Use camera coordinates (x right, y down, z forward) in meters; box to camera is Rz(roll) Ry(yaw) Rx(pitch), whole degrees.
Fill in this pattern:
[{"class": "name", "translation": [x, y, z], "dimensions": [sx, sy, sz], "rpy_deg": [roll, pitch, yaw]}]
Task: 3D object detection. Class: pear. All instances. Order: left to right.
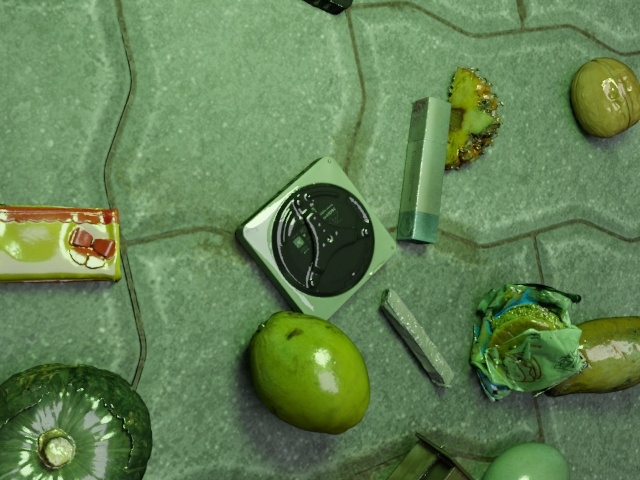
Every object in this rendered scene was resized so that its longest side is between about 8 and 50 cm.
[{"class": "pear", "translation": [-0.022, 0.254, 1.461], "dimensions": [0.269, 0.212, 0.212], "rpy_deg": [44, 70, -10]}]

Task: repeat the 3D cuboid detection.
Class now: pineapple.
[{"class": "pineapple", "translation": [0.373, -0.266, 1.717], "dimensions": [0.140, 0.164, 0.249], "rpy_deg": [16, 77, -34]}]

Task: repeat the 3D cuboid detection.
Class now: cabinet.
[{"class": "cabinet", "translation": [0.241, 0.548, 1.598], "dimensions": [0.175, 0.148, 0.215], "rpy_deg": [-48, 116, -11]}]

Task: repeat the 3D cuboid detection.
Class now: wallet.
[{"class": "wallet", "translation": [-0.465, 0.005, 1.317], "dimensions": [0.241, 0.067, 0.141], "rpy_deg": [0, 86, -27]}]

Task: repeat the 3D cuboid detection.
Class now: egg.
[{"class": "egg", "translation": [0.458, 0.553, 1.716], "dimensions": [0.236, 0.169, 0.169], "rpy_deg": [-30, 101, -26]}]

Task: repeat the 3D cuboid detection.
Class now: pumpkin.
[{"class": "pumpkin", "translation": [-0.430, 0.347, 1.218], "dimensions": [0.291, 0.257, 0.327], "rpy_deg": [32, 66, -10]}]

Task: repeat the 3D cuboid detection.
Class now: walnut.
[{"class": "walnut", "translation": [0.711, -0.356, 1.895], "dimensions": [0.165, 0.165, 0.197], "rpy_deg": [-27, 108, -26]}]

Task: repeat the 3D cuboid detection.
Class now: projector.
[{"class": "projector", "translation": [0.000, 0.000, 1.551], "dimensions": [0.257, 0.079, 0.259], "rpy_deg": [-43, 105, -21]}]

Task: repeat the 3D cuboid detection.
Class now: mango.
[{"class": "mango", "translation": [0.672, 0.279, 1.854], "dimensions": [0.329, 0.175, 0.176], "rpy_deg": [-5, 66, -8]}]

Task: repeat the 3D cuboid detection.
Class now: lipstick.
[{"class": "lipstick", "translation": [0.230, -0.153, 1.685], "dimensions": [0.068, 0.066, 0.317], "rpy_deg": [11, 83, -27]}]

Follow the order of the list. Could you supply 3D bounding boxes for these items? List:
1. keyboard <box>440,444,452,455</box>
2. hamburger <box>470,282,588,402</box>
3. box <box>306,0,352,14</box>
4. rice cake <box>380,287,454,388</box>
[{"class": "keyboard", "translation": [0.249, 0.520, 1.697], "dimensions": [0.129, 0.015, 0.049], "rpy_deg": [-48, 114, -21]}, {"class": "hamburger", "translation": [0.460, 0.235, 1.697], "dimensions": [0.260, 0.150, 0.276], "rpy_deg": [-8, 110, 13]}, {"class": "box", "translation": [0.008, -0.671, 1.598], "dimensions": [0.211, 0.058, 0.350], "rpy_deg": [20, 79, -27]}, {"class": "rice cake", "translation": [0.210, 0.216, 1.667], "dimensions": [0.049, 0.055, 0.270], "rpy_deg": [-46, 108, -33]}]
